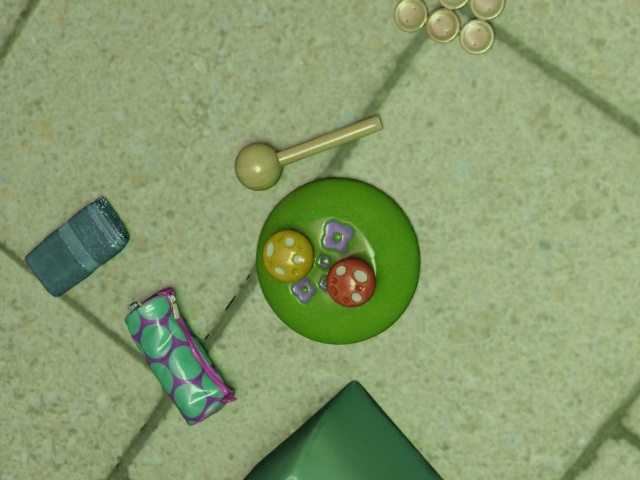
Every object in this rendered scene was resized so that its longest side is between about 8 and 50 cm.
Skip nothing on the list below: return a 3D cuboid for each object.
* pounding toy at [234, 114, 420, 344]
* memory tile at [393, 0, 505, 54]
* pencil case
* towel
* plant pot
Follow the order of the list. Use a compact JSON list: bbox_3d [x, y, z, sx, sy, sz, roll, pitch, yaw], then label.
[{"bbox_3d":[0.000,0.000,1.197,0.183,0.110,0.237,-13,91,16],"label":"pounding toy"},{"bbox_3d":[0.145,-0.276,1.186,0.113,0.012,0.148,20,100,13],"label":"memory tile"},{"bbox_3d":[-0.157,0.128,1.274,0.070,0.064,0.151,-35,85,32],"label":"pencil case"},{"bbox_3d":[-0.278,0.009,1.316,0.119,0.029,0.067,-35,85,14],"label":"towel"},{"bbox_3d":[0.004,0.275,1.154,0.166,0.234,0.165,-43,83,14],"label":"plant pot"}]
